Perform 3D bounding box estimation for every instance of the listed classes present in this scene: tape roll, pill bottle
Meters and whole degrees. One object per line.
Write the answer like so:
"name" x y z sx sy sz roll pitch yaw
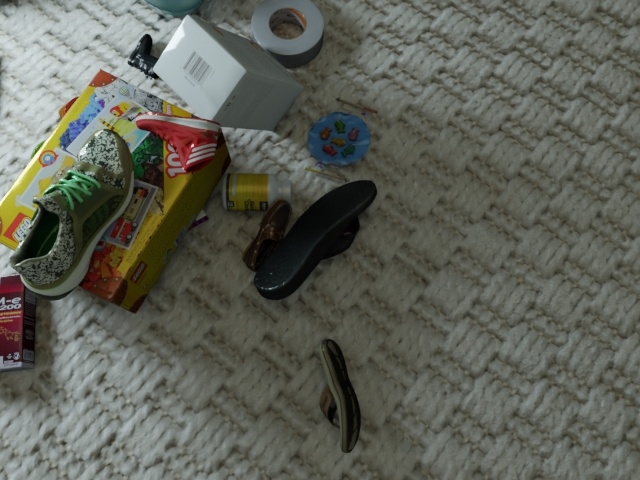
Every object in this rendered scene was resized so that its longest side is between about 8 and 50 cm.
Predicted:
"tape roll" -0.099 -0.640 1.690 0.219 0.072 0.219 1 74 -3
"pill bottle" -0.173 -0.132 1.521 0.184 0.103 0.103 1 74 -2

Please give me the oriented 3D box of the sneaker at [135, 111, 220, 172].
"sneaker" -0.347 -0.229 1.308 0.221 0.087 0.127 9 95 22

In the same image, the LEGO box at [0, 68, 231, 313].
"LEGO box" -0.520 -0.125 1.414 0.373 0.193 0.500 26 74 6

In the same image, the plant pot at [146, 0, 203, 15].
"plant pot" -0.443 -0.808 1.660 0.293 0.196 0.292 1 74 -2

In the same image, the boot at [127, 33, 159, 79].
"boot" -0.509 -0.549 1.661 0.099 0.045 0.121 28 82 8

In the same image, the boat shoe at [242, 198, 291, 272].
"boat shoe" -0.132 -0.009 1.474 0.073 0.073 0.206 25 96 -32

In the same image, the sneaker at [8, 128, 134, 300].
"sneaker" -0.537 -0.076 1.202 0.158 0.182 0.410 17 73 4

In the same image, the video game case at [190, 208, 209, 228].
"video game case" -0.462 -0.089 1.529 0.232 0.042 0.210 -31 76 -10

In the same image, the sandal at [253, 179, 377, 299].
"sandal" -0.003 0.001 1.475 0.168 0.107 0.445 16 54 45

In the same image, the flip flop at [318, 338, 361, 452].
"flip flop" 0.033 0.387 1.386 0.080 0.112 0.276 -21 77 19

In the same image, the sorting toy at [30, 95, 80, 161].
"sorting toy" -0.760 -0.251 1.551 0.126 0.127 0.365 18 74 33

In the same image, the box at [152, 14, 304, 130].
"box" -0.228 -0.426 1.466 0.215 0.345 0.168 45 111 10

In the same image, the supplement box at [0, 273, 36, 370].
"supplement box" -0.805 0.211 1.411 0.130 0.073 0.239 -6 73 -4

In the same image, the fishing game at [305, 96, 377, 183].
"fishing game" 0.053 -0.302 1.606 0.189 0.041 0.264 22 71 13
